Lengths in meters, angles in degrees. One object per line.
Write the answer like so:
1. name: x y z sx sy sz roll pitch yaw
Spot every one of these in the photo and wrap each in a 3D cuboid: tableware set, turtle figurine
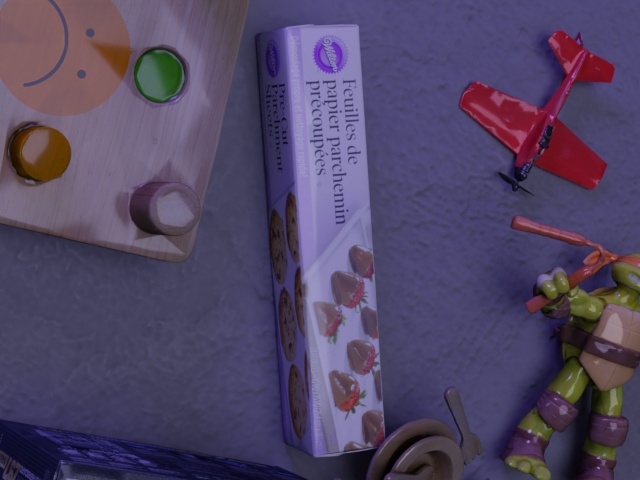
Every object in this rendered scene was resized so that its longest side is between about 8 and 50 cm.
1. tableware set: 0.096 0.221 1.204 0.128 0.039 0.194 -36 127 -18
2. turtle figurine: 0.221 0.093 1.264 0.269 0.087 0.217 21 91 -32

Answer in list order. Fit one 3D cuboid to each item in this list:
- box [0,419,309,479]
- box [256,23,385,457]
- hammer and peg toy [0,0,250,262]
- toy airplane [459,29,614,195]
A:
1. box: -0.102 0.180 1.069 0.232 0.183 0.059 14 87 -25
2. box: 0.000 0.000 1.172 0.063 0.067 0.324 -6 95 -24
3. hammer and peg toy: -0.176 -0.185 1.052 0.266 0.127 0.361 13 87 -22
4. toy airplane: 0.193 -0.106 1.274 0.151 0.028 0.151 -1 92 -23
